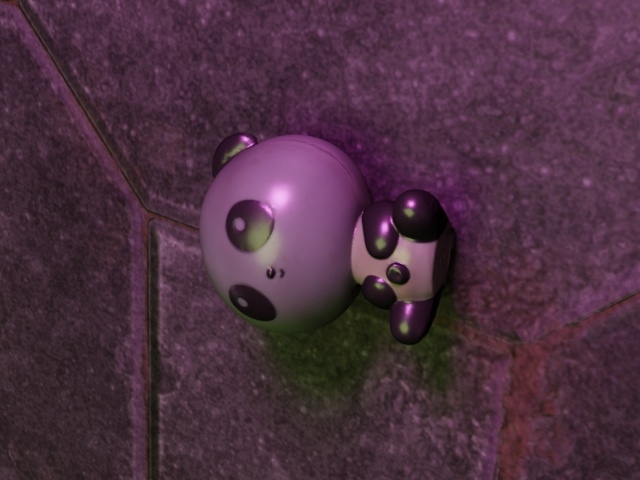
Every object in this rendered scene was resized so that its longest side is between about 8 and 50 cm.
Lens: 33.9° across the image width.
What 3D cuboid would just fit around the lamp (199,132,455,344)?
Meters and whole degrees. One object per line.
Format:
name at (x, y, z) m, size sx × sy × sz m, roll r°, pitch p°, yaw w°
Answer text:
lamp at (0.000, 0.000, 1.008) m, size 0.244 × 0.198 × 0.197 m, roll 11°, pitch 115°, yaw 24°
